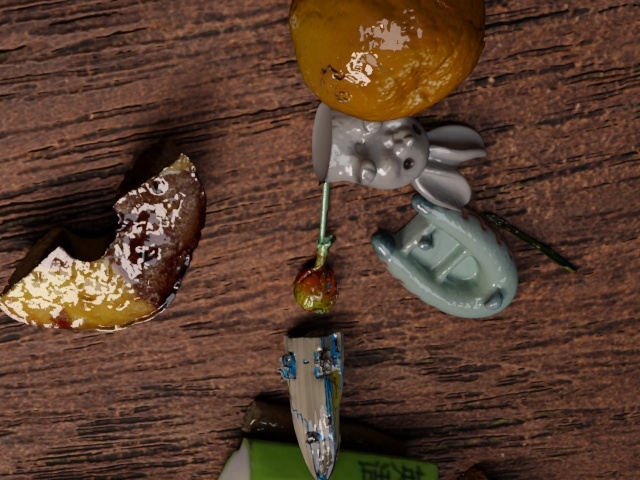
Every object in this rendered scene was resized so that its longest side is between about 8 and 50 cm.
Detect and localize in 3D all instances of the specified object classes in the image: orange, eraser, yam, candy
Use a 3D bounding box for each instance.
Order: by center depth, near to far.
[{"bbox_3d":[0.072,-0.234,1.492,0.219,0.193,0.219,-38,158,-18],"label":"orange"},{"bbox_3d":[0.000,0.000,1.728,0.060,0.060,0.201,1,115,-10],"label":"candy"},{"bbox_3d":[0.008,0.269,1.892,0.241,0.057,0.057,18,118,-20],"label":"yam"},{"bbox_3d":[0.000,0.359,1.897,0.274,0.092,0.210,10,141,-15],"label":"eraser"}]

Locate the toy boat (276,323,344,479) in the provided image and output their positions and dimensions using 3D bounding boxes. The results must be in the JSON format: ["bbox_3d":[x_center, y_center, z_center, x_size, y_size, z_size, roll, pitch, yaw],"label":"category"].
[{"bbox_3d":[-0.007,0.215,1.793,0.084,0.066,0.210,-5,90,22],"label":"toy boat"}]

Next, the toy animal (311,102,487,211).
[{"bbox_3d":[0.107,-0.102,1.628,0.221,0.131,0.104,8,79,-15],"label":"toy animal"}]

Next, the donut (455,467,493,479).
[{"bbox_3d":[0.198,0.428,2.007,0.217,0.085,0.141,-38,121,16],"label":"donut"}]

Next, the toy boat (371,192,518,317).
[{"bbox_3d":[0.166,0.029,1.750,0.207,0.079,0.134,38,108,-26],"label":"toy boat"}]

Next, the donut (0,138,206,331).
[{"bbox_3d":[-0.231,0.004,1.653,0.295,0.112,0.151,-36,123,16],"label":"donut"}]

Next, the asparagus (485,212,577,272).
[{"bbox_3d":[0.275,0.004,1.788,0.166,0.013,0.016,31,102,-26],"label":"asparagus"}]
